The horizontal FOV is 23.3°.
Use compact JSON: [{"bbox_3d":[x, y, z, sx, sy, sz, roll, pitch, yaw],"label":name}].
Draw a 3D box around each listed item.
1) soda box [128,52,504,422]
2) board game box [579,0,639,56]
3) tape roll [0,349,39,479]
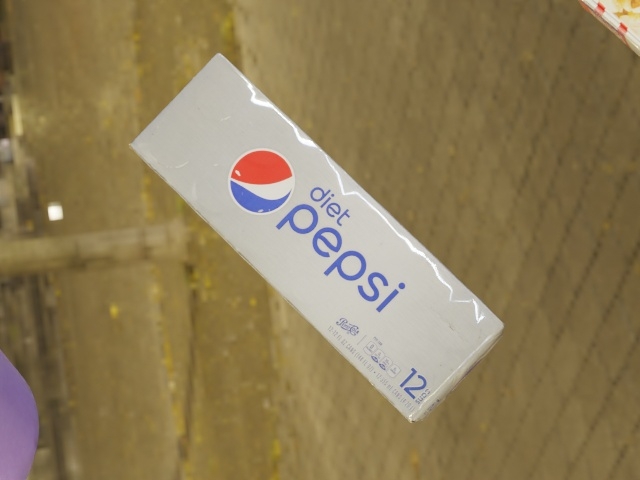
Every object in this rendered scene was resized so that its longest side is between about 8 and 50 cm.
[{"bbox_3d":[0.000,0.000,1.121,0.286,0.098,0.091,43,179,10],"label":"soda box"},{"bbox_3d":[0.207,-0.109,0.536,0.147,0.193,0.045,46,-170,13],"label":"board game box"},{"bbox_3d":[-0.300,0.136,1.090,0.080,0.189,0.189,63,-173,-48],"label":"tape roll"}]
